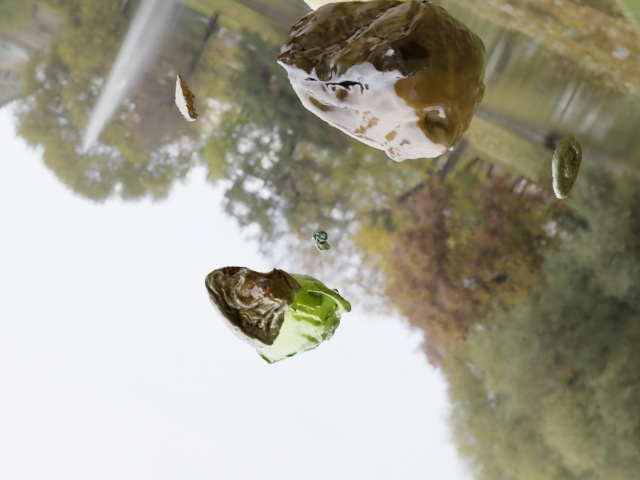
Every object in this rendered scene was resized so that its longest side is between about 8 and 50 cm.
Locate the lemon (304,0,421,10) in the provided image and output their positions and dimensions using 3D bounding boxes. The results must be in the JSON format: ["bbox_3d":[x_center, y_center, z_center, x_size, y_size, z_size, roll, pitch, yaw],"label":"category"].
[{"bbox_3d":[0.057,-0.503,1.987,0.236,0.236,0.263,19,-164,-42],"label":"lemon"}]

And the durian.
[{"bbox_3d":[-0.048,0.125,1.879,0.139,0.250,0.101,34,-133,-8],"label":"durian"}]

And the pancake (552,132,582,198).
[{"bbox_3d":[0.396,-0.121,1.795,0.017,0.108,0.108,12,179,32],"label":"pancake"}]

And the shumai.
[{"bbox_3d":[-0.090,0.086,1.681,0.145,0.116,0.145,42,-158,-21],"label":"shumai"}]

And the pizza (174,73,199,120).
[{"bbox_3d":[-0.219,-0.237,1.834,0.025,0.078,0.083,-14,-148,-19],"label":"pizza"}]

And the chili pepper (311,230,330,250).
[{"bbox_3d":[0.000,0.000,1.735,0.027,0.022,0.083,40,172,10],"label":"chili pepper"}]

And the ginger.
[{"bbox_3d":[0.100,-0.226,1.550,0.269,0.200,0.223,2,139,42],"label":"ginger"}]
